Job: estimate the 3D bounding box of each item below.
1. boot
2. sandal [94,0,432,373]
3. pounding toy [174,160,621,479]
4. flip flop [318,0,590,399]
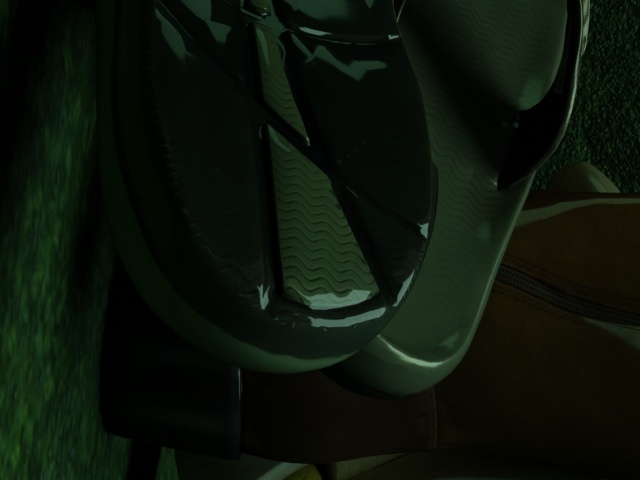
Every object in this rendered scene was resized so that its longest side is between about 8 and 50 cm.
[{"bbox_3d":[0.075,-0.025,0.662,0.096,0.280,0.264,94,2,-51],"label":"boot"},{"bbox_3d":[-0.030,-0.082,0.514,0.086,0.120,0.303,-45,-152,41],"label":"sandal"},{"bbox_3d":[0.057,0.077,0.762,0.154,0.269,0.155,53,-20,30],"label":"pounding toy"},{"bbox_3d":[0.050,-0.073,0.589,0.080,0.112,0.277,-34,-150,47],"label":"flip flop"}]
